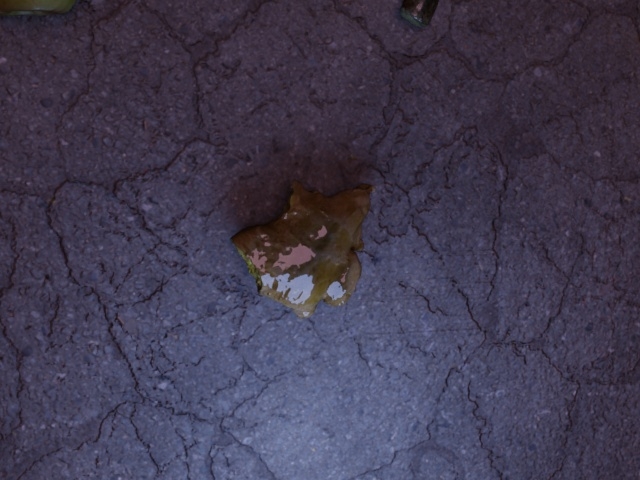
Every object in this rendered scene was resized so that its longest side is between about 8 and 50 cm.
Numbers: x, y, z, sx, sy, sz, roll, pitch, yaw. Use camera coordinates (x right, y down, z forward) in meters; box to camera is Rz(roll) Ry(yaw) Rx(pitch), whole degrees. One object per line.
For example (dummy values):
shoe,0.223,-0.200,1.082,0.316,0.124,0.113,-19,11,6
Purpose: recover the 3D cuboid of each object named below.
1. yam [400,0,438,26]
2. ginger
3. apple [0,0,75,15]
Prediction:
yam,0.214,-0.492,1.358,0.061,0.061,0.274,27,90,-13
ginger,0.000,0.000,1.337,0.270,0.123,0.218,-35,99,-6
apple,-0.452,-0.429,1.181,0.207,0.174,0.188,-9,96,6
